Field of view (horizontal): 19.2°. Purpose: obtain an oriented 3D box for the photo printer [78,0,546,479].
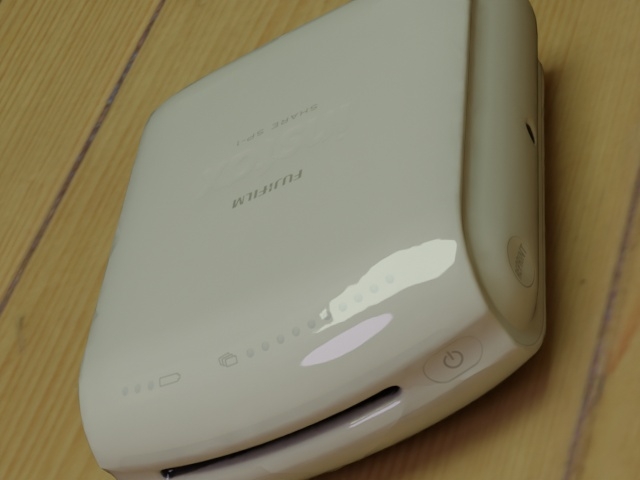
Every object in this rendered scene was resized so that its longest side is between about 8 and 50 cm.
[{"bbox_3d":[0.000,0.000,1.027,0.256,0.107,0.307,-23,34,24],"label":"photo printer"}]
